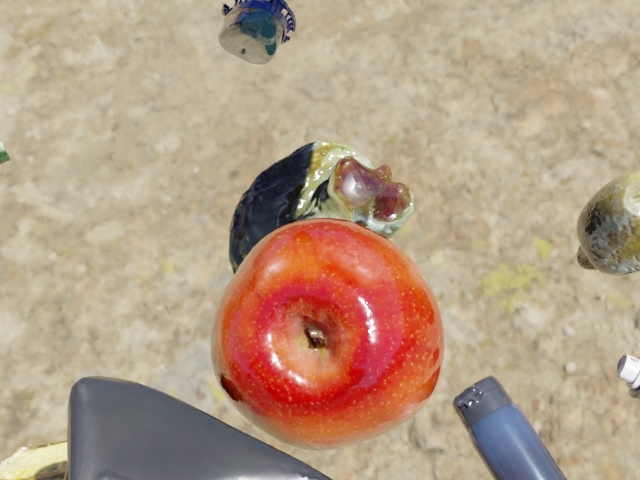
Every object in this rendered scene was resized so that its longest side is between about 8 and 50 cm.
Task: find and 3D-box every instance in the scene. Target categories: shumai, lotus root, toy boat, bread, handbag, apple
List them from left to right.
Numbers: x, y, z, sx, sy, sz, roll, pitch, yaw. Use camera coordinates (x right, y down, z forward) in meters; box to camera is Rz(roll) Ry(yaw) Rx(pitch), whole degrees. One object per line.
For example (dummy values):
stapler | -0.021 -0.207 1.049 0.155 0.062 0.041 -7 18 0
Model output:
bread | -0.377 0.323 1.493 0.178 0.135 0.240 22 18 0
handbag | -0.118 0.306 0.931 0.288 0.152 0.342 13 75 9
toy boat | -0.063 -0.271 1.268 0.091 0.175 0.110 25 84 -12
shumai | 0.000 0.000 1.525 0.222 0.271 0.203 11 19 -23
apple | 0.008 0.108 1.216 0.261 0.216 0.260 -1 84 9
lotus root | 0.372 -0.013 1.353 0.088 0.192 0.113 -26 77 -29

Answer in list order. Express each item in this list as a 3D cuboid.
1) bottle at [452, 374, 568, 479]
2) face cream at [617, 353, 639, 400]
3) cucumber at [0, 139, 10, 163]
bottle | 0.237 0.267 1.254 0.072 0.082 0.244 -41 66 21
face cream | 0.513 0.217 1.499 0.229 0.075 0.075 23 55 -1
cucumber | -0.423 -0.098 1.309 0.105 0.048 0.048 -24 46 0
